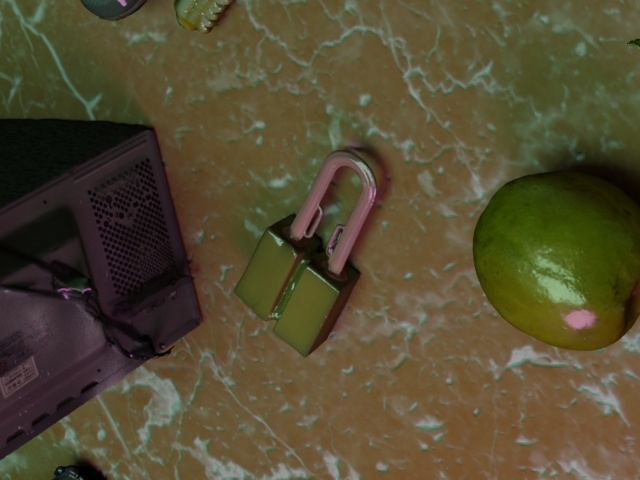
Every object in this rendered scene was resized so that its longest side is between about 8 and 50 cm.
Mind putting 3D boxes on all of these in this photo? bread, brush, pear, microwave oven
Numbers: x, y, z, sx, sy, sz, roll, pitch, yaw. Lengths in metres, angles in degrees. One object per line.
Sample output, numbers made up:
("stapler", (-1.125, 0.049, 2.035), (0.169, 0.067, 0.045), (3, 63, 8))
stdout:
("bread", (-0.108, -0.233, 1.783), (0.049, 0.034, 0.088), (37, 138, -1))
("brush", (0.000, 0.000, 1.817), (0.103, 0.047, 0.233), (41, 132, 15))
("pear", (0.209, 0.015, 1.584), (0.162, 0.149, 0.149), (36, 133, 33))
("microwave oven", (-0.384, 0.062, 1.898), (0.374, 0.432, 0.236), (5, 117, 38))

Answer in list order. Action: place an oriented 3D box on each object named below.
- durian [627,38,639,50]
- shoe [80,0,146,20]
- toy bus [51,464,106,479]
("durian", (0.338, -0.103, 1.435), (0.215, 0.100, 0.086), (39, 136, 25))
("shoe", (-0.259, -0.354, 1.742), (0.132, 0.171, 0.336), (0, 113, 39))
("toy bus", (-0.380, 0.431, 2.298), (0.171, 0.162, 0.386), (53, 136, 2))
